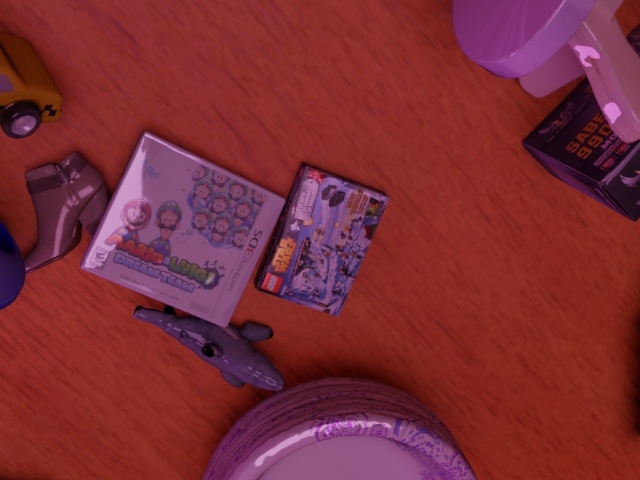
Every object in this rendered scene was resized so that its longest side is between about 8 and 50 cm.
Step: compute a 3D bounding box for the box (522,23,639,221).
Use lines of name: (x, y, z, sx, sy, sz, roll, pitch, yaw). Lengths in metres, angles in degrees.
box: (0.319, -0.139, 0.875, 0.231, 0.183, 0.056, -45, 110, 6)

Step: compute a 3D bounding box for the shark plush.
shark plush: (-0.106, 0.098, 0.935, 0.161, 0.067, 0.073, 40, 97, -18)

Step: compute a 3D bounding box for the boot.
boot: (-0.256, -0.028, 0.890, 0.118, 0.042, 0.087, -29, 103, -1)

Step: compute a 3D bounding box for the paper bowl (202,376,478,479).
paper bowl: (0.017, 0.277, 0.968, 0.284, 0.148, 0.284, -3, 107, -10)

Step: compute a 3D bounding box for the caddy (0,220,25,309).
caddy: (-0.412, -0.022, 0.758, 0.341, 0.241, 0.179, 34, 103, -18)

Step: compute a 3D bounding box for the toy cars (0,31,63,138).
toy cars: (-0.391, -0.187, 0.736, 0.393, 0.176, 0.087, 23, 128, -16)

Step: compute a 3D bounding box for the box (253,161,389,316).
box: (0.000, 0.000, 0.944, 0.093, 0.027, 0.137, 20, 102, -16)

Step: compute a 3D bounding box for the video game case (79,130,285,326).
video game case: (-0.131, -0.009, 0.903, 0.157, 0.019, 0.143, 25, 90, -22)

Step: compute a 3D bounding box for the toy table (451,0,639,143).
toy table: (0.234, -0.228, 0.817, 0.160, 0.252, 0.274, 29, 67, -26)
